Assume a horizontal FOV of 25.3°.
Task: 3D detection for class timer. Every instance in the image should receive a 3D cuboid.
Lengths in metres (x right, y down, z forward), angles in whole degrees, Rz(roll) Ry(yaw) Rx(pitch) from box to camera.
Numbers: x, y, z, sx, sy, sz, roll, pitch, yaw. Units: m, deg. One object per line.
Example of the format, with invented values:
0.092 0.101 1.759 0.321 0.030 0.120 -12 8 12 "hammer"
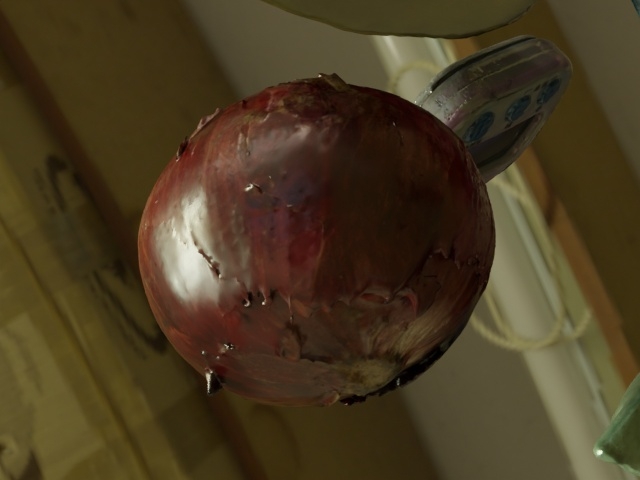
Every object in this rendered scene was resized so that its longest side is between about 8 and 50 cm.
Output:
0.146 -0.111 1.398 0.208 0.191 0.069 -28 -113 -37 "timer"

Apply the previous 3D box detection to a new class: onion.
0.000 0.000 1.092 0.276 0.276 0.276 47 -151 -36 "onion"

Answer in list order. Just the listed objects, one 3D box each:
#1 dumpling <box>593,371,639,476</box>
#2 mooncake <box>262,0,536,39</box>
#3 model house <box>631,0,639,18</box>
0.323 0.141 1.180 0.216 0.149 0.105 -31 -63 -30 "dumpling"
0.051 -0.337 1.138 0.378 0.378 0.201 43 -129 -43 "mooncake"
0.460 -0.303 1.224 0.297 0.339 0.360 -31 -86 -25 "model house"
